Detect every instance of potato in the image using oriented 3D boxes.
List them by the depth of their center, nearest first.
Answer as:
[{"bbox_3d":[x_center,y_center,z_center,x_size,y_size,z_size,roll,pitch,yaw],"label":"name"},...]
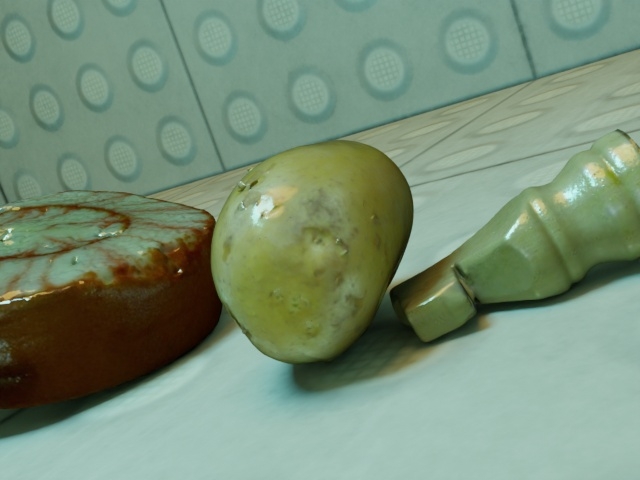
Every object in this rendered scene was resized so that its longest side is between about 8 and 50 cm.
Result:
[{"bbox_3d":[0.000,0.000,0.669,0.150,0.146,0.234,-39,2,18],"label":"potato"}]

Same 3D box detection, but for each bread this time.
[{"bbox_3d":[-0.248,0.042,0.865,0.295,0.114,0.328,5,20,23],"label":"bread"}]

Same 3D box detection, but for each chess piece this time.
[{"bbox_3d":[0.143,0.009,0.633,0.200,0.090,0.090,-29,9,8],"label":"chess piece"}]
